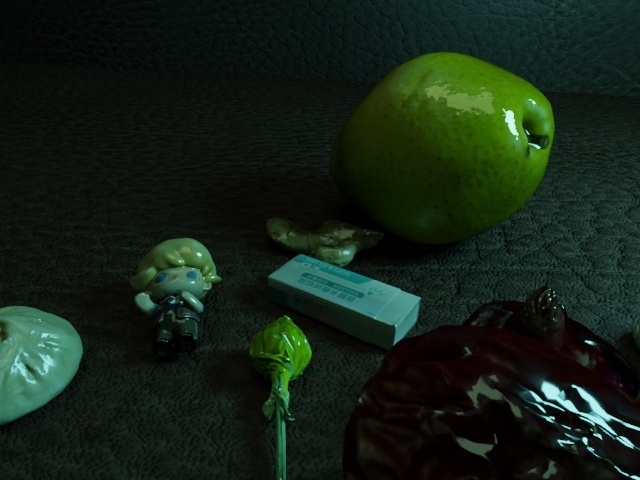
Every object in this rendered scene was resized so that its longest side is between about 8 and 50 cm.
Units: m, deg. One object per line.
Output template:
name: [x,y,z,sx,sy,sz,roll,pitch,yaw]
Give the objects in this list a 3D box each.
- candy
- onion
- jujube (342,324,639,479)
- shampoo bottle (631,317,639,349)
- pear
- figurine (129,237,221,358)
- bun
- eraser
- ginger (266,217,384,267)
candy: [-0.047,0.197,0.583,0.077,0.073,0.262,-15,36,6]
onion: [0.231,0.138,0.546,0.140,0.218,0.195,-42,53,-16]
jujube: [0.191,0.196,0.380,0.342,0.216,0.216,19,33,21]
shampoo bottle: [0.507,0.144,0.724,0.099,0.043,0.072,15,34,21]
pear: [0.223,-0.172,0.965,0.418,0.362,0.362,-7,15,47]
figurine: [-0.214,0.080,0.731,0.114,0.108,0.196,-20,36,6]
bun: [-0.396,0.137,0.608,0.183,0.102,0.183,1,27,0]
eraser: [0.033,0.089,0.777,0.225,0.052,0.095,19,32,27]
ginger: [-0.001,-0.006,0.944,0.214,0.059,0.133,19,41,30]
